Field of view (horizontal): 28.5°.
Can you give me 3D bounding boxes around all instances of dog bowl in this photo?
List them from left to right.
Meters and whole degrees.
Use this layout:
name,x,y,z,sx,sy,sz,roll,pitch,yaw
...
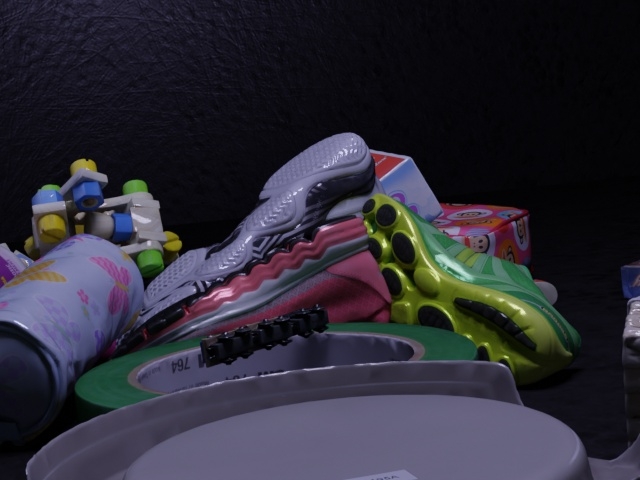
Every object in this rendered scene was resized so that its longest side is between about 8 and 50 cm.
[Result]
name,x,y,z,sx,sy,sz,roll,pitch,yaw
dog bowl,0.020,0.151,0.686,0.348,0.102,0.349,-6,7,1

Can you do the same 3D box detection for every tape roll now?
name,x,y,z,sx,sy,sz,roll,pitch,yaw
tape roll,-0.032,0.132,1.012,0.321,0.077,0.321,-4,6,0

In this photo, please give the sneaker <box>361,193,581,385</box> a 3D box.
name,x,y,z,sx,sy,sz,roll,pitch,yaw
sneaker,0.136,0.054,1.264,0.123,0.109,0.295,8,25,-46

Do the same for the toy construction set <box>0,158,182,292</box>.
name,x,y,z,sx,sy,sz,roll,pitch,yaw
toy construction set,-0.287,0.034,1.470,0.215,0.151,0.327,6,-23,-33

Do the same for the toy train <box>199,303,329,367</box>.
name,x,y,z,sx,sy,sz,roll,pitch,yaw
toy train,-0.048,0.078,1.048,0.036,0.027,0.158,-5,5,35

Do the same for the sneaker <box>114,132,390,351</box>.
name,x,y,z,sx,sy,sz,roll,pitch,yaw
sneaker,-0.038,0.068,1.379,0.366,0.210,0.137,-43,19,-16

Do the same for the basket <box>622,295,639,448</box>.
name,x,y,z,sx,sy,sz,roll,pitch,yaw
basket,0.296,0.101,0.885,0.167,0.113,0.103,-2,11,23

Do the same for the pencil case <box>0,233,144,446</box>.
name,x,y,z,sx,sy,sz,roll,pitch,yaw
pencil case,-0.254,0.087,1.196,0.113,0.124,0.273,-14,16,13

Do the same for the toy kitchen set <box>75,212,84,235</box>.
name,x,y,z,sx,sy,sz,roll,pitch,yaw
toy kitchen set,-0.394,0.027,1.838,0.122,0.166,0.207,-5,6,3

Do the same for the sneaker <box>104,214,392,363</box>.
name,x,y,z,sx,sy,sz,roll,pitch,yaw
sneaker,-0.071,0.100,1.210,0.314,0.136,0.116,-29,3,-2

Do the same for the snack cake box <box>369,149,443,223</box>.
name,x,y,z,sx,sy,sz,roll,pitch,yaw
snack cake box,0.000,0.000,1.549,0.264,0.089,0.152,-39,21,-15

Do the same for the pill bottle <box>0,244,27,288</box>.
name,x,y,z,sx,sy,sz,roll,pitch,yaw
pill bottle,-0.401,0.096,1.210,0.169,0.169,0.301,-3,7,14

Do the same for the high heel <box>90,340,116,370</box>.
name,x,y,z,sx,sy,sz,roll,pitch,yaw
high heel,-0.322,0.130,1.443,0.244,0.117,0.082,-25,29,39

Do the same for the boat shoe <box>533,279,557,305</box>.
name,x,y,z,sx,sy,sz,roll,pitch,yaw
boat shoe,0.217,0.067,1.529,0.137,0.049,0.043,-3,3,-3

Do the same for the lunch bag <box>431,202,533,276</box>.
name,x,y,z,sx,sy,sz,roll,pitch,yaw
lunch bag,0.123,0.020,1.698,0.293,0.120,0.258,-1,8,28

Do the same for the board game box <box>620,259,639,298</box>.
name,x,y,z,sx,sy,sz,roll,pitch,yaw
board game box,0.518,0.041,1.554,0.243,0.042,0.165,0,8,38
